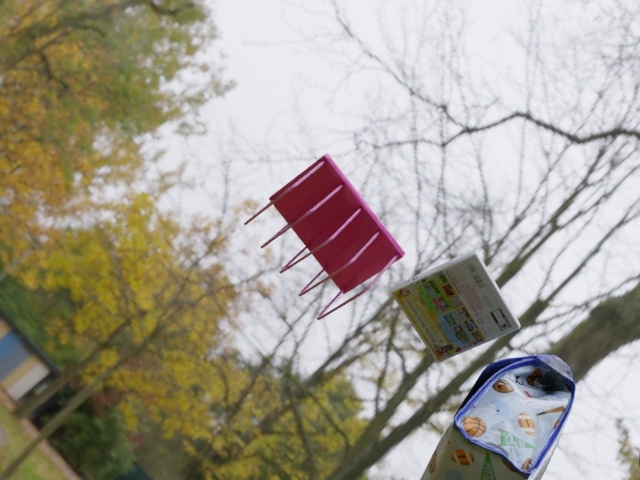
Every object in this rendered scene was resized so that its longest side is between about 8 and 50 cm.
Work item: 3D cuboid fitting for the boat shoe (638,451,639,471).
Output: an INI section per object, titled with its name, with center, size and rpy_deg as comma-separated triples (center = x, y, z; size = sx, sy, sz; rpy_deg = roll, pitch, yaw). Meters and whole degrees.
[boat shoe]
center = 0.583, 0.434, 1.588
size = 0.228, 0.081, 0.069
rpy_deg = 62, 18, -8

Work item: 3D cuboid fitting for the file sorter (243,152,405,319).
[file sorter]
center = 0.000, 0.000, 2.198
size = 0.202, 0.182, 0.291
rpy_deg = -35, -84, 38

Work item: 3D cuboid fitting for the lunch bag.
[lunch bag]
center = 0.391, 0.451, 2.171
size = 0.239, 0.385, 0.328
rpy_deg = 35, -50, 18

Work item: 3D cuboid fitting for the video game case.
[video game case]
center = 0.296, 0.147, 2.150
size = 0.227, 0.206, 0.026
rpy_deg = 55, 19, -27
